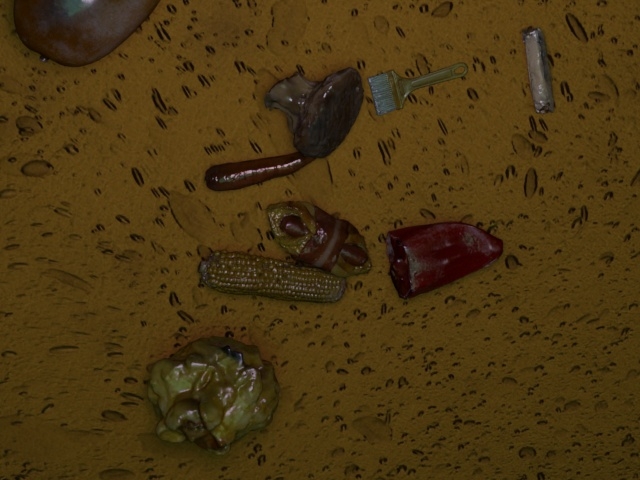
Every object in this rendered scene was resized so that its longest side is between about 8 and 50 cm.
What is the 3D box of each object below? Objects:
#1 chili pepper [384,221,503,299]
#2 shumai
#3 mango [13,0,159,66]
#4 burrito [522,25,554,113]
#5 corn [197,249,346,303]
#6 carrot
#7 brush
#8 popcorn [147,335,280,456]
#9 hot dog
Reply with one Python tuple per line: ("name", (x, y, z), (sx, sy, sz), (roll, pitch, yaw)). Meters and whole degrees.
("chili pepper", (0.268, 0.020, 1.852), (0.252, 0.136, 0.144), (-17, 66, -9))
("shumai", (-0.015, -0.270, 1.707), (0.153, 0.161, 0.209), (31, 140, 14))
("mango", (-0.397, -0.481, 1.555), (0.221, 0.199, 0.384), (37, 103, -17))
("burrito", (0.446, -0.345, 1.757), (0.045, 0.041, 0.185), (5, 118, 39))
("corn", (-0.102, 0.081, 1.845), (0.320, 0.097, 0.097), (9, 109, -10))
("carrot", (-0.120, -0.147, 1.779), (0.248, 0.059, 0.059), (-13, 111, -3))
("brush", (0.203, -0.323, 1.761), (0.205, 0.011, 0.083), (-17, 110, 1))
("popcorn", (-0.232, 0.334, 1.866), (0.286, 0.215, 0.252), (6, 71, -1))
("hot dog", (0.001, -0.003, 1.811), (0.261, 0.093, 0.123), (21, 93, -11))
